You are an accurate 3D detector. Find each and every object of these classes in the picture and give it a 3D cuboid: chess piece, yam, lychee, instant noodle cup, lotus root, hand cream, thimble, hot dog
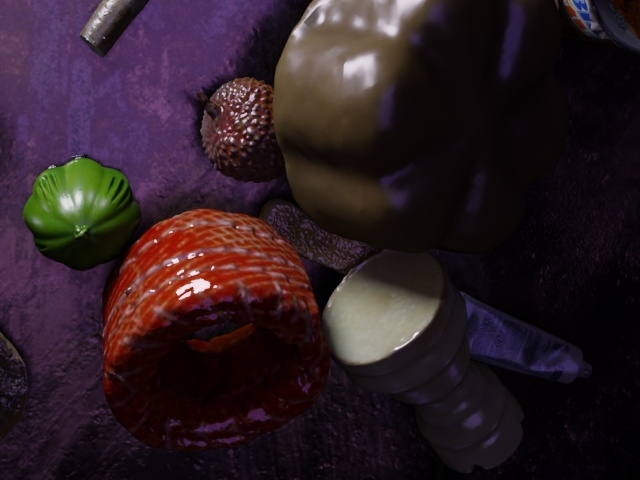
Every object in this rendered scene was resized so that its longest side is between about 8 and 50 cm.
[{"bbox_3d":[0.206,0.233,1.324,0.234,0.234,0.442,-42,126,-4],"label":"chess piece"},{"bbox_3d":[-0.312,-0.346,1.150,0.054,0.054,0.132,37,90,-21],"label":"yam"},{"bbox_3d":[-0.119,-0.175,1.191,0.197,0.165,0.165,16,98,-39],"label":"lychee"},{"bbox_3d":[0.513,-0.462,1.290,0.296,0.214,0.297,-4,104,-16],"label":"instant noodle cup"},{"bbox_3d":[-0.363,-0.028,1.148,0.186,0.186,0.186,-4,104,-16],"label":"lotus root"},{"bbox_3d":[0.391,0.209,1.500,0.340,0.078,0.124,21,97,-12],"label":"hand cream"},{"bbox_3d":[-0.169,0.140,1.178,0.350,0.231,0.350,-8,126,-12],"label":"thimble"},{"bbox_3d":[0.000,0.000,1.316,0.242,0.073,0.084,22,92,-18],"label":"hot dog"}]

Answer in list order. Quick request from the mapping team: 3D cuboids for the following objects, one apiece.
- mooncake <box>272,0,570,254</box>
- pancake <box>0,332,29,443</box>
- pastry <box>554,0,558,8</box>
[{"bbox_3d":[0.165,-0.197,1.162,0.466,0.262,0.467,-17,118,-35],"label":"mooncake"},{"bbox_3d":[-0.610,0.251,1.200,0.282,0.049,0.283,-4,103,-17],"label":"pancake"},{"bbox_3d":[0.325,-0.387,1.290,0.088,0.165,0.166,-21,110,-39],"label":"pastry"}]
